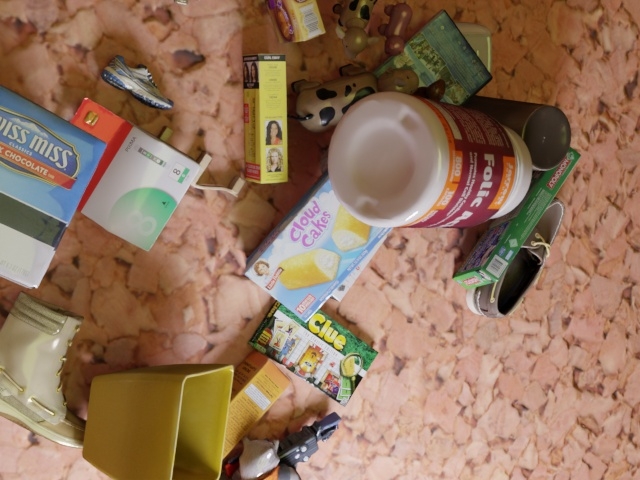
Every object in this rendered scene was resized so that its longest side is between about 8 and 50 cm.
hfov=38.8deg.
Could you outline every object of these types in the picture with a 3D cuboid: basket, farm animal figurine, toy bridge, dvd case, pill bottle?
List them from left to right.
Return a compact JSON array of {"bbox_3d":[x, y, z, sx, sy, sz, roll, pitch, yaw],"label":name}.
[{"bbox_3d":[-0.222,-0.130,1.651,0.188,0.026,0.063,35,84,-29],"label":"toy bridge"},{"bbox_3d":[0.081,-0.301,1.674,0.327,0.172,0.330,-37,113,-4],"label":"farm animal figurine"},{"bbox_3d":[0.202,-0.309,1.817,0.253,0.022,0.180,-42,113,-1],"label":"dvd case"},{"bbox_3d":[0.210,-0.132,1.608,0.392,0.224,0.224,-2,100,-54],"label":"pill bottle"},{"bbox_3d":[0.383,-0.215,1.851,0.204,0.227,0.154,24,86,-29],"label":"basket"}]

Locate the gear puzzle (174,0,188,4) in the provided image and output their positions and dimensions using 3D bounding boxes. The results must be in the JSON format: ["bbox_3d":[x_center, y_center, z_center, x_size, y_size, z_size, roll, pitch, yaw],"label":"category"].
[{"bbox_3d":[-0.344,-0.510,1.517,0.339,0.044,0.175,7,96,-27],"label":"gear puzzle"}]

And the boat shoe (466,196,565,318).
[{"bbox_3d":[0.450,0.035,2.003,0.116,0.097,0.324,45,77,-27],"label":"boat shoe"}]

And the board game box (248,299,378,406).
[{"bbox_3d":[-0.010,0.216,1.823,0.260,0.030,0.136,37,78,-28],"label":"board game box"}]

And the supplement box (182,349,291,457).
[{"bbox_3d":[-0.168,0.322,1.726,0.233,0.078,0.080,-49,117,-14],"label":"supplement box"}]

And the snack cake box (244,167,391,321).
[{"bbox_3d":[0.000,0.000,1.682,0.152,0.089,0.264,39,104,-12],"label":"snack cake box"}]

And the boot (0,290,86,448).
[{"bbox_3d":[-0.449,0.224,1.551,0.262,0.095,0.203,35,79,-26],"label":"boot"}]

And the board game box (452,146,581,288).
[{"bbox_3d":[0.406,-0.045,1.903,0.046,0.213,0.317,36,80,-1],"label":"board game box"}]

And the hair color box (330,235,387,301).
[{"bbox_3d":[0.045,0.026,1.807,0.093,0.053,0.167,42,77,-26],"label":"hair color box"}]

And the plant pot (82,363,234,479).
[{"bbox_3d":[-0.286,0.313,1.566,0.212,0.187,0.212,8,90,-73],"label":"plant pot"}]

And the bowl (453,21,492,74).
[{"bbox_3d":[0.299,-0.381,1.879,0.142,0.053,0.142,-6,100,-28],"label":"bowl"}]

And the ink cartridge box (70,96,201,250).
[{"bbox_3d":[-0.345,-0.111,1.556,0.225,0.056,0.181,30,94,-31],"label":"ink cartridge box"}]

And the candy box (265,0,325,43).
[{"bbox_3d":[-0.061,-0.454,1.637,0.053,0.109,0.186,-28,111,-22],"label":"candy box"}]

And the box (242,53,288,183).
[{"bbox_3d":[-0.102,-0.224,1.668,0.058,0.087,0.232,-6,102,-26],"label":"box"}]

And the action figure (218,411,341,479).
[{"bbox_3d":[-0.056,0.495,1.765,0.341,0.178,0.330,-33,122,-16],"label":"action figure"}]

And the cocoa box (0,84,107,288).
[{"bbox_3d":[-0.498,-0.103,1.320,0.231,0.347,0.228,29,83,-29],"label":"cocoa box"}]

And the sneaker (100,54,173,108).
[{"bbox_3d":[-0.306,-0.273,1.568,0.135,0.052,0.058,30,80,-29],"label":"sneaker"}]
